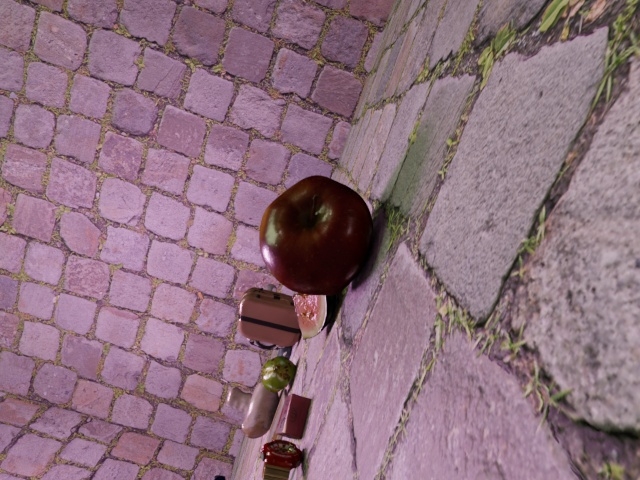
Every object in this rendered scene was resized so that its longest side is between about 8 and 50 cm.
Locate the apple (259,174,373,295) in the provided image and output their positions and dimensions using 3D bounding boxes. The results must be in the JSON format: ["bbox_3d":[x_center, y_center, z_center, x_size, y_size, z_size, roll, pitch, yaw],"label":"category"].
[{"bbox_3d":[-0.011,0.000,1.157,0.317,0.287,0.288,88,-163,-65],"label":"apple"}]

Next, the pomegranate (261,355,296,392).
[{"bbox_3d":[-0.173,0.534,1.840,0.143,0.122,0.169,-60,-3,-21],"label":"pomegranate"}]

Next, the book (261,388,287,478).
[{"bbox_3d":[-0.168,0.714,1.728,0.295,0.020,0.208,-107,36,-82],"label":"book"}]

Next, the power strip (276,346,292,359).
[{"bbox_3d":[-0.187,0.578,2.288,0.253,0.054,0.168,123,164,-75],"label":"power strip"}]

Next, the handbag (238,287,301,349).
[{"bbox_3d":[-0.222,0.370,2.058,0.149,0.301,0.283,-84,8,-71],"label":"handbag"}]

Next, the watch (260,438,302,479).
[{"bbox_3d":[-0.114,0.624,1.113,0.165,0.102,0.269,-57,-22,-80],"label":"watch"}]

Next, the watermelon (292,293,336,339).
[{"bbox_3d":[0.004,0.191,1.365,0.145,0.137,0.193,-15,48,41],"label":"watermelon"}]

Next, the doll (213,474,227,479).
[{"bbox_3d":[-0.355,0.991,1.610,0.284,0.240,0.310,-103,23,-52],"label":"doll"}]

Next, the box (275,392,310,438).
[{"bbox_3d":[-0.079,0.498,1.299,0.156,0.059,0.112,115,170,-62],"label":"box"}]

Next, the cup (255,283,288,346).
[{"bbox_3d":[-0.236,0.374,2.265,0.257,0.227,0.301,-69,-25,-71],"label":"cup"}]

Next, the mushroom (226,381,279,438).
[{"bbox_3d":[-0.300,0.724,2.002,0.243,0.243,0.244,-162,90,-85],"label":"mushroom"}]
